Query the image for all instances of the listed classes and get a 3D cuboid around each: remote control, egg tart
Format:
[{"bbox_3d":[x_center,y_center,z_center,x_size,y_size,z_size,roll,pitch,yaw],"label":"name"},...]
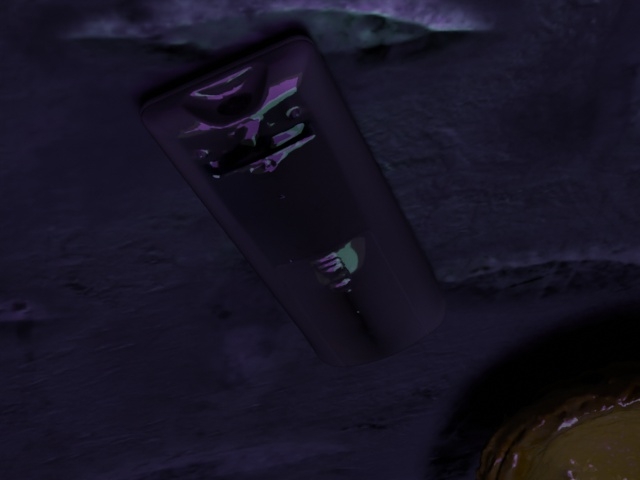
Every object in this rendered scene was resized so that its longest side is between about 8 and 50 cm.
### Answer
[{"bbox_3d":[0.000,0.000,0.736,0.109,0.055,0.313,-22,142,9],"label":"remote control"},{"bbox_3d":[0.284,0.199,1.006,0.294,0.123,0.294,2,128,2],"label":"egg tart"}]
